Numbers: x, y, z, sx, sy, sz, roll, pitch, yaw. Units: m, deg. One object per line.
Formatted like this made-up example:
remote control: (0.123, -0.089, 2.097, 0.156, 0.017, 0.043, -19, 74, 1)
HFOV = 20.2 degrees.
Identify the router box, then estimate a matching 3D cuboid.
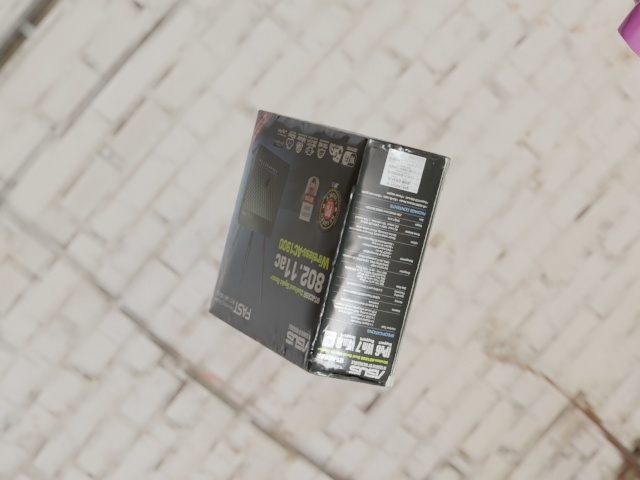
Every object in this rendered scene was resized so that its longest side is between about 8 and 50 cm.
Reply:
router box: (0.000, 0.000, 0.721, 0.122, 0.038, 0.092, 22, -81, 66)

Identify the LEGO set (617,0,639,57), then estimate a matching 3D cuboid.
LEGO set: (0.023, -0.076, 0.250, 0.087, 0.227, 0.093, -54, -143, 33)
